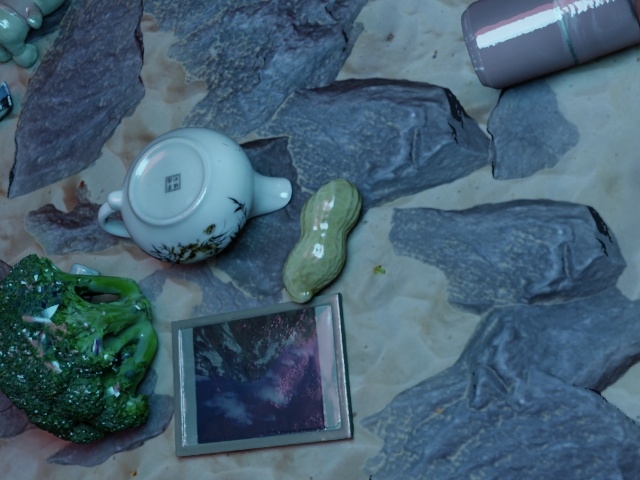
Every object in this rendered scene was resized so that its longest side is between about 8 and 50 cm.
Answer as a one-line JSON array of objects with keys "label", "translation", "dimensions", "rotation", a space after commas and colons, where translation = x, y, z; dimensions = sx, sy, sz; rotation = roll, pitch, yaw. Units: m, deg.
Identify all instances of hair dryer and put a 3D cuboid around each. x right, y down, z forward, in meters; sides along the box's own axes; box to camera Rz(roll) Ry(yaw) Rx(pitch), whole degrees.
[{"label": "hair dryer", "translation": [-0.426, 0.070, 1.455], "dimensions": [0.137, 0.047, 0.082], "rotation": [16, 83, 34]}, {"label": "hair dryer", "translation": [0.292, -0.385, 1.221], "dimensions": [0.210, 0.125, 0.353], "rotation": [-17, 60, 21]}]

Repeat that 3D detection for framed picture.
[{"label": "framed picture", "translation": [-0.090, 0.196, 1.279], "dimensions": [0.281, 0.019, 0.209], "rotation": [-13, 72, 21]}]

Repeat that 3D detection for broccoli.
[{"label": "broccoli", "translation": [-0.368, 0.156, 1.316], "dimensions": [0.265, 0.245, 0.295], "rotation": [-13, 94, 55]}]

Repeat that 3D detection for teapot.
[{"label": "teapot", "translation": [-0.210, -0.063, 1.340], "dimensions": [0.299, 0.166, 0.208], "rotation": [-13, 79, 29]}]

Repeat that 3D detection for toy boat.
[{"label": "toy boat", "translation": [-0.610, -0.234, 1.606], "dimensions": [0.137, 0.060, 0.061], "rotation": [-36, 86, 16]}]

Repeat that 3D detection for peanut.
[{"label": "peanut", "translation": [0.000, 0.000, 1.259], "dimensions": [0.082, 0.082, 0.187], "rotation": [15, 84, 27]}]

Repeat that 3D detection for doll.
[{"label": "doll", "translation": [-0.520, -0.444, 1.591], "dimensions": [0.155, 0.113, 0.275], "rotation": [28, 90, 31]}]
